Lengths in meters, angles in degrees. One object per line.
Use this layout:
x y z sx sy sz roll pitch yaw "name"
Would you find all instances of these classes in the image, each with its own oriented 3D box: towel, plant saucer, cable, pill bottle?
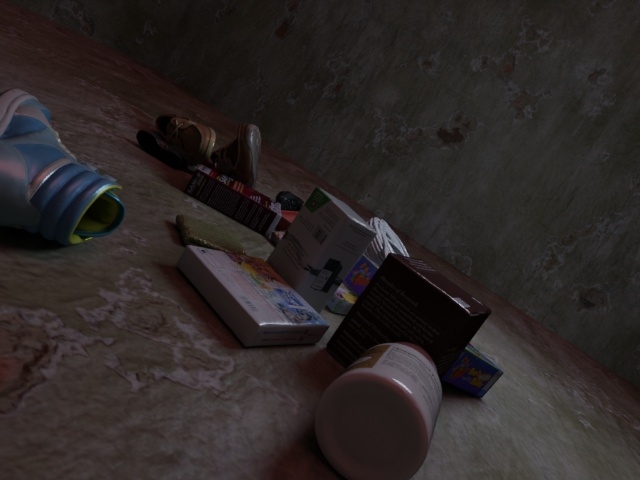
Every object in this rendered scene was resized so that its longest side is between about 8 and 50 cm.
-0.211 0.001 0.939 0.148 0.027 0.110 25 15 -36 "towel"
0.000 0.000 1.426 0.258 0.047 0.259 35 12 15 "plant saucer"
0.208 0.051 1.478 0.257 0.089 0.257 39 26 -42 "cable"
0.090 0.206 0.625 0.131 0.131 0.229 36 12 16 "pill bottle"

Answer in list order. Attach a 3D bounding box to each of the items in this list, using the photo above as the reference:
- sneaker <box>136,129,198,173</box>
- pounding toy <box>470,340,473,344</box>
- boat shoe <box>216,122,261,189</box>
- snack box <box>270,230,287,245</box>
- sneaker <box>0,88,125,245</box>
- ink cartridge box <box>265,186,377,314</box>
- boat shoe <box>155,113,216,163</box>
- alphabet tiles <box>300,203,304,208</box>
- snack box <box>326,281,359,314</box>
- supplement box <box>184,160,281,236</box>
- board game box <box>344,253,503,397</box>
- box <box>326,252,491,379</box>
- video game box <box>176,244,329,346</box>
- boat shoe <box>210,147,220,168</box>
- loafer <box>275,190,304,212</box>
-0.428 -0.248 1.339 0.170 0.051 0.089 36 12 -4 "sneaker"
0.399 0.236 1.374 0.206 0.094 0.181 19 18 -46 "pounding toy"
-0.232 -0.212 1.320 0.117 0.123 0.324 9 -25 -8 "boat shoe"
-0.042 -0.003 1.251 0.178 0.022 0.064 -7 43 -42 "snack box"
-0.380 -0.096 0.679 0.208 0.127 0.319 24 24 -27 "sneaker"
-0.008 0.022 0.936 0.087 0.208 0.153 28 13 -35 "ink cartridge box"
-0.430 -0.323 1.493 0.110 0.121 0.341 17 9 -39 "boat shoe"
0.057 -0.028 1.616 0.284 0.021 0.278 35 -2 22 "alphabet tiles"
0.030 0.112 1.071 0.100 0.037 0.141 22 16 -45 "snack box"
-0.222 -0.110 1.243 0.240 0.073 0.130 28 13 -14 "supplement box"
0.220 0.185 1.080 0.233 0.078 0.347 34 8 -45 "board game box"
0.155 0.154 0.828 0.167 0.203 0.168 38 13 28 "box"
-0.109 0.091 0.789 0.205 0.048 0.187 40 16 33 "video game box"
-0.312 -0.236 1.564 0.079 0.084 0.233 -11 37 -17 "boat shoe"
-0.117 -0.127 1.588 0.078 0.076 0.223 29 7 8 "loafer"
